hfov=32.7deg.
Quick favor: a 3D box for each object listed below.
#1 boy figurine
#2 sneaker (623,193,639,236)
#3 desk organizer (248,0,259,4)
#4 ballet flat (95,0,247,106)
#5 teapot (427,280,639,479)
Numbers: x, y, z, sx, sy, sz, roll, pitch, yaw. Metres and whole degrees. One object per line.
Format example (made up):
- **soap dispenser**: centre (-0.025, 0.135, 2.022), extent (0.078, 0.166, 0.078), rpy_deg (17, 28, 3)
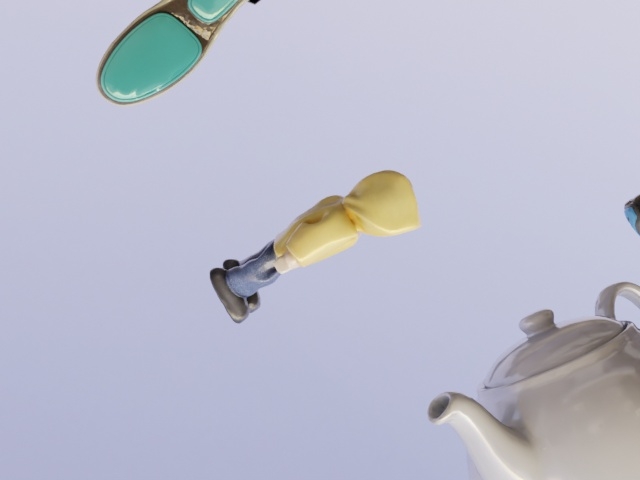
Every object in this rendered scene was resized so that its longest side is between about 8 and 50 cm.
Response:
- **boy figurine**: centre (0.000, 0.000, 1.409), extent (0.092, 0.285, 0.177), rpy_deg (62, -165, -3)
- **sneaker**: centre (0.625, -0.056, 1.675), extent (0.341, 0.139, 0.125), rpy_deg (0, -133, -20)
- **desk organizer**: centre (-0.145, -0.447, 1.979), extent (0.047, 0.130, 0.050), rpy_deg (13, -111, -32)
- **ballet flat**: centre (-0.146, -0.242, 1.202), extent (0.086, 0.248, 0.086), rpy_deg (49, -178, -2)
- **teapot**: centre (0.234, 0.148, 0.981), extent (0.256, 0.252, 0.187), rpy_deg (15, -129, -85)
